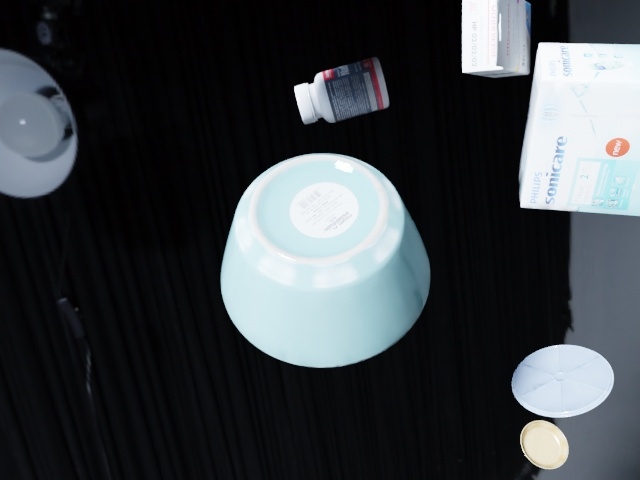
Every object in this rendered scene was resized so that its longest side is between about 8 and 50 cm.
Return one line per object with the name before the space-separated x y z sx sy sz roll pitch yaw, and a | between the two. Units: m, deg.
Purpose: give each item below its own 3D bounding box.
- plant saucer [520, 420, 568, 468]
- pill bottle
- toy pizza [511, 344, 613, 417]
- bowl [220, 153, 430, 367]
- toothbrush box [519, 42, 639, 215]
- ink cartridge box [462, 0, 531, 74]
plant saucer | 0.391 0.360 1.087 0.083 0.015 0.083 2 57 -3
pill bottle | 0.043 -0.303 1.277 0.180 0.108 0.108 -15 12 5
toy pizza | 0.503 0.295 1.290 0.201 0.032 0.201 -20 27 11
bowl | 0.000 0.000 0.856 0.311 0.163 0.311 -3 56 4
toothbrush box | 0.449 -0.155 0.887 0.295 0.216 0.126 7 41 13
ink cartridge box | 0.245 -0.289 0.872 0.061 0.104 0.181 3 11 31
